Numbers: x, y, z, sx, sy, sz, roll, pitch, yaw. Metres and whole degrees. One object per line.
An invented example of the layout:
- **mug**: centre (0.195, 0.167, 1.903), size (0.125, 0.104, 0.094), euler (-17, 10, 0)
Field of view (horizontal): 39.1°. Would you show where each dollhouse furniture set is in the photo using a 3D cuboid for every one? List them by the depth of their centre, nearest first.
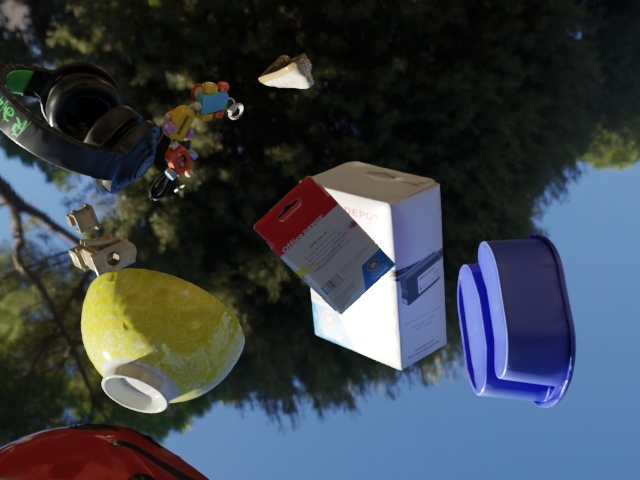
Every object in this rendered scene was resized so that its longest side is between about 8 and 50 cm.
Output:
- **dollhouse furniture set**: centre (-0.513, -0.020, 2.040), size (0.101, 0.161, 0.182), euler (-27, -158, -26)

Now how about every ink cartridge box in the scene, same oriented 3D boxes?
- **ink cartridge box**: centre (0.000, 0.000, 1.526), size (0.134, 0.231, 0.078), euler (-43, -155, 3)
- **ink cartridge box**: centre (0.118, 0.048, 2.015), size (0.166, 0.395, 0.285), euler (-24, -152, -38)

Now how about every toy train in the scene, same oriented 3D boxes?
- **toy train**: centre (-0.201, -0.181, 1.418), size (0.046, 0.125, 0.166), euler (36, -103, 27)

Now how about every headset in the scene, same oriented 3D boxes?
- **headset**: centre (-0.360, -0.157, 1.444), size (0.243, 0.185, 0.394), euler (46, -157, 30)

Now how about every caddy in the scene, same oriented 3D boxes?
- **caddy**: centre (0.392, 0.151, 1.739), size (0.179, 0.241, 0.341), euler (2, -116, -13)

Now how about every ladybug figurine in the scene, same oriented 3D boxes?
- **ladybug figurine**: centre (-0.175, 0.314, 0.915), size (0.162, 0.449, 0.305), euler (-47, -128, -7)

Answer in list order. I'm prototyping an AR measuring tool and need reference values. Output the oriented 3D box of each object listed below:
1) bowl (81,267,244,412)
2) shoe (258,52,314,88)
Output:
- **bowl**: centre (-0.287, 0.196, 1.525), size (0.289, 0.289, 0.156), euler (2, -130, 18)
- **shoe**: centre (-0.067, -0.326, 1.782), size (0.076, 0.058, 0.219), euler (-43, -162, -9)
